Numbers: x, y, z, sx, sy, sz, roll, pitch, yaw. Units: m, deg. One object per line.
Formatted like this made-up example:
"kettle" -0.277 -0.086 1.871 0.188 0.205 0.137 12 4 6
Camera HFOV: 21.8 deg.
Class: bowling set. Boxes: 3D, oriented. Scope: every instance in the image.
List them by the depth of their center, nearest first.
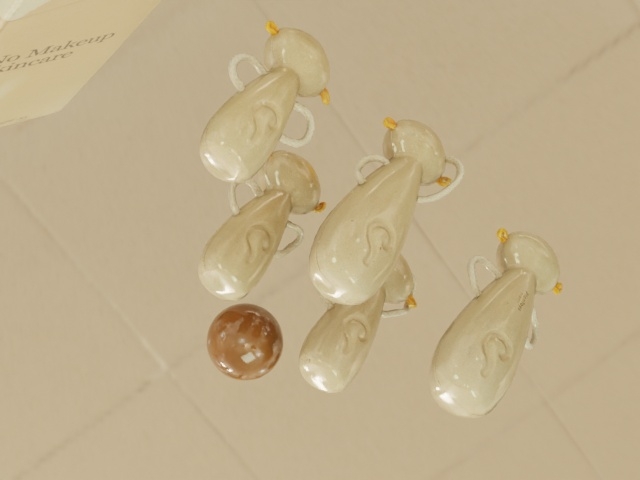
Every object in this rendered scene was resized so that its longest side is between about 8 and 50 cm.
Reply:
"bowling set" 0.000 0.000 1.121 0.287 0.154 0.200 48 138 -17

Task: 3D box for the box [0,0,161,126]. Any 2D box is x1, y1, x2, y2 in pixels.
"box" -0.219 -0.188 1.211 0.148 0.311 0.121 -18 83 -31
